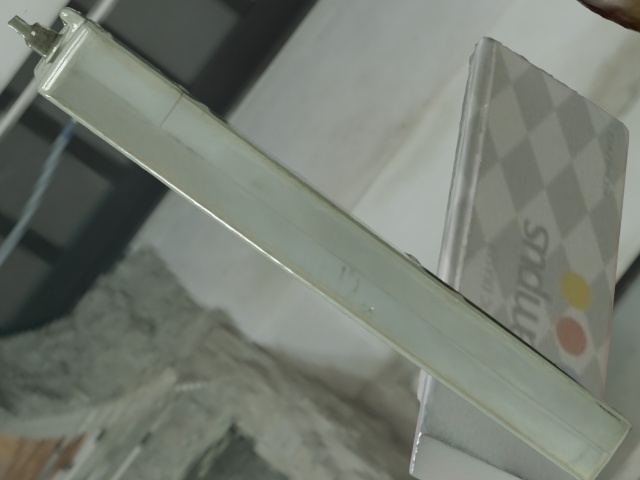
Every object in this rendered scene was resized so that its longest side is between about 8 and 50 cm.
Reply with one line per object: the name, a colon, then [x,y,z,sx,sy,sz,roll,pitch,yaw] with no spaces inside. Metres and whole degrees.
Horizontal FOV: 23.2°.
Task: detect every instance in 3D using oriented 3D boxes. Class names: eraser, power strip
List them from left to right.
power strip: [0.000,0.000,0.772,0.367,0.043,0.106,36,-178,-15]
eraser: [0.175,0.038,1.336,0.213,0.397,0.082,28,144,-22]

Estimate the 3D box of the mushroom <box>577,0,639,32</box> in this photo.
mushroom: [0.252,-0.294,0.916,0.356,0.334,0.331,-18,99,59]
